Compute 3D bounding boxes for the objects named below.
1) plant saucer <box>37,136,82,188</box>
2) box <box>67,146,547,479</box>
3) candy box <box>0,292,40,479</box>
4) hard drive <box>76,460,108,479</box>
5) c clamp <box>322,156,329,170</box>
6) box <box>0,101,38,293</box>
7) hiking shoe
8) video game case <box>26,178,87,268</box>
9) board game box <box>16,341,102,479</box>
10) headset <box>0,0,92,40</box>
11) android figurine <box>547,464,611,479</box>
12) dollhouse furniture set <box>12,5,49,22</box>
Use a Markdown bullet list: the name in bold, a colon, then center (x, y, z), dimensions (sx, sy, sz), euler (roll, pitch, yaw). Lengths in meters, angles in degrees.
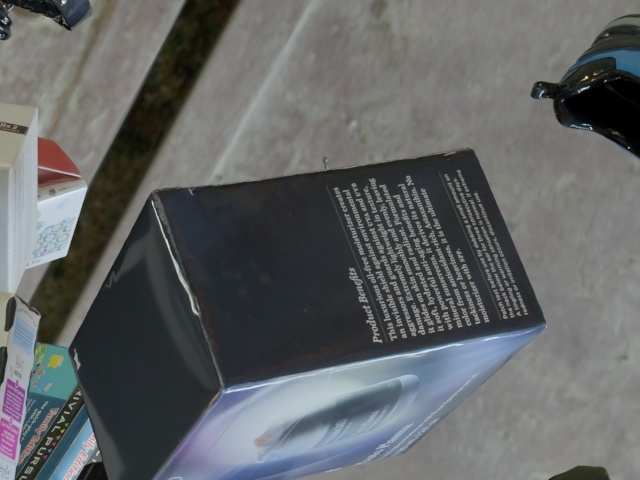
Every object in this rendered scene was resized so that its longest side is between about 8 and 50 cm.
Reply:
- **plant saucer**: center (-0.459, -0.106, 1.843), dimensions (0.258, 0.048, 0.259), euler (12, 168, -39)
- **box**: center (-0.024, 0.084, 1.287), dimensions (0.294, 0.183, 0.296), euler (-8, 155, -27)
- **candy box**: center (-0.354, 0.165, 1.388), dimensions (0.159, 0.234, 0.071), euler (1, 160, 12)
- **hard drive**: center (-0.129, 0.302, 1.571), dimensions (0.237, 0.064, 0.339), euler (30, 163, -9)
- **c clamp**: center (0.000, 0.000, 1.735), dimensions (0.022, 0.161, 0.137), euler (6, 168, 12)
- **box**: center (-0.390, -0.046, 1.569), dimensions (0.180, 0.119, 0.182), euler (8, 125, -1)
- **hiking shoe**: center (0.333, -0.084, 1.259), dimensions (0.304, 0.132, 0.113), euler (24, 135, 32)
- **video game case**: center (-0.360, -0.007, 1.850), dimensions (0.019, 0.143, 0.157), euler (57, 147, 21)
- **board game box**: center (-0.391, 0.248, 1.903), dimensions (0.336, 0.254, 0.079), euler (6, 145, 42)
- **headset**: center (-0.147, -0.235, 0.879), dimensions (0.185, 0.243, 0.394), euler (47, 142, -3)
- **android figurine**: center (0.150, 0.258, 0.754), dimensions (0.056, 0.248, 0.273), euler (-8, 110, 53)
- **dollhouse furniture set**: center (-0.524, -0.326, 1.712), dimensions (0.394, 0.362, 0.257), euler (27, 103, 6)
